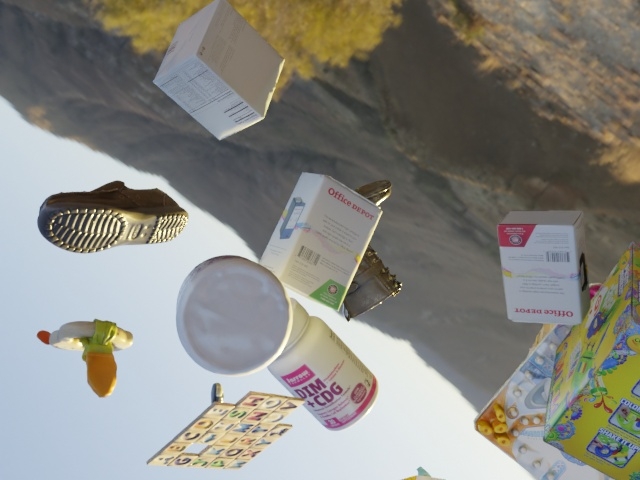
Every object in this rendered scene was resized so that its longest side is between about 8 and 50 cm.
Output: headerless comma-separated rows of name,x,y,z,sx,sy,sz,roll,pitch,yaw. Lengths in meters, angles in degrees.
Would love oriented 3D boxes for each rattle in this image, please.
rattle,-0.439,0.219,1.540,0.130,0.199,0.143,12,-112,-64

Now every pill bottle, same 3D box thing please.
pill bottle,-0.016,0.266,1.839,0.283,0.160,0.160,48,179,-21
pill bottle,-0.143,0.107,1.337,0.169,0.169,0.301,39,174,-8

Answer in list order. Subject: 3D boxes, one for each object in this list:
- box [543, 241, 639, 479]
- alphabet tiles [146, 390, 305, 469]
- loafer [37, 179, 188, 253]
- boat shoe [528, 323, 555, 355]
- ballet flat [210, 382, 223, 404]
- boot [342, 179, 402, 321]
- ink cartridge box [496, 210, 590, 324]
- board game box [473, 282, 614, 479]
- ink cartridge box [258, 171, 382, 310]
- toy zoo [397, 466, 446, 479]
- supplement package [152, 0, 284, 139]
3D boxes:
box,0.535,0.205,1.456,0.177,0.279,0.290,27,-148,6
alphabet tiles,-0.142,0.318,1.410,0.198,0.237,0.009,18,-140,-42
loafer,-0.467,-0.059,1.876,0.365,0.134,0.130,2,-138,-51
boat shoe,0.525,0.257,1.946,0.122,0.110,0.341,48,-143,-17
ballet flat,-0.256,0.424,2.191,0.057,0.049,0.173,-105,12,-48
boot,0.101,0.022,1.835,0.229,0.263,0.091,50,-173,-12
ink cartridge box,0.372,0.044,1.413,0.127,0.175,0.072,1,-158,30
board game box,0.575,0.349,1.702,0.390,0.390,0.050,38,-172,-2
ink cartridge box,0.000,0.000,1.586,0.154,0.213,0.093,29,173,-34
toy zoo,0.224,0.711,2.190,0.192,0.293,0.030,-18,121,38
supplement package,-0.216,-0.369,1.843,0.149,0.194,0.203,-19,132,39
